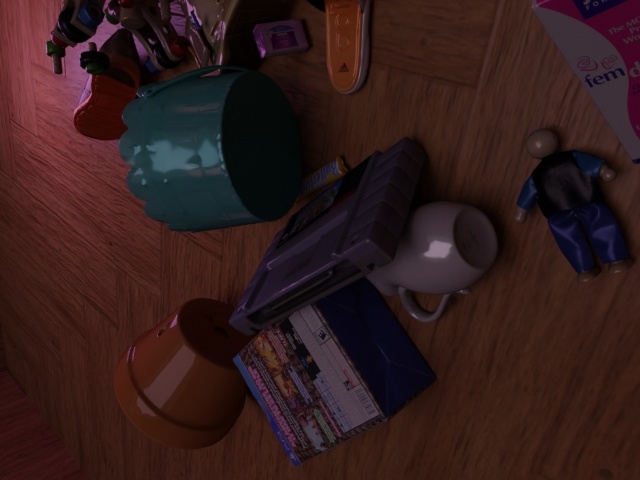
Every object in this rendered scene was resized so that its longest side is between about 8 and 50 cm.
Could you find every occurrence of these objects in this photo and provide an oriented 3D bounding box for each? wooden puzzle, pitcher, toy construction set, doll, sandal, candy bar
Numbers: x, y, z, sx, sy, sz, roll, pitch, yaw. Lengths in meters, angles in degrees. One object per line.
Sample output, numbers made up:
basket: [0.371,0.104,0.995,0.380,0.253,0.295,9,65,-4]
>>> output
wooden puzzle: [-0.216,-0.350,0.932,0.078,0.014,0.116,63,161,-7]
pitcher: [0.159,0.039,0.754,0.177,0.125,0.207,52,148,-10]
toy construction set: [-0.371,-0.472,0.979,0.309,0.258,0.237,-14,82,62]
doll: [0.293,-0.045,0.631,0.129,0.046,0.188,-26,86,45]
sandal: [0.023,-0.350,0.767,0.102,0.076,0.265,10,111,42]
candy bar: [-0.009,-0.105,0.925,0.162,0.018,0.040,-23,88,47]

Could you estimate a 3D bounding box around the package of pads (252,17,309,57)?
package of pads: [-0.063,-0.327,0.854,0.032,0.083,0.050,-14,94,67]

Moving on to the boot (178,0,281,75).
boot: [-0.165,-0.416,0.898,0.203,0.095,0.262,62,154,11]

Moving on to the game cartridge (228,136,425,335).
game cartridge: [0.000,0.000,0.815,0.068,0.230,0.355,36,138,-19]

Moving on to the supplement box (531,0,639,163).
supplement box: [0.288,-0.183,0.455,0.220,0.113,0.111,36,147,-30]

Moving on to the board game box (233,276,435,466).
board game box: [0.011,0.227,0.932,0.232,0.141,0.291,57,134,13]

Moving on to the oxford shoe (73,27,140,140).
oxford shoe: [-0.506,-0.360,1.276,0.364,0.130,0.132,-29,54,50]

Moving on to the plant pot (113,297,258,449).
plant pot: [-0.261,0.263,1.132,0.291,0.291,0.203,48,116,22]

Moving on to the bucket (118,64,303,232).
bucket: [-0.164,-0.146,0.875,0.183,0.281,0.280,-2,103,26]
